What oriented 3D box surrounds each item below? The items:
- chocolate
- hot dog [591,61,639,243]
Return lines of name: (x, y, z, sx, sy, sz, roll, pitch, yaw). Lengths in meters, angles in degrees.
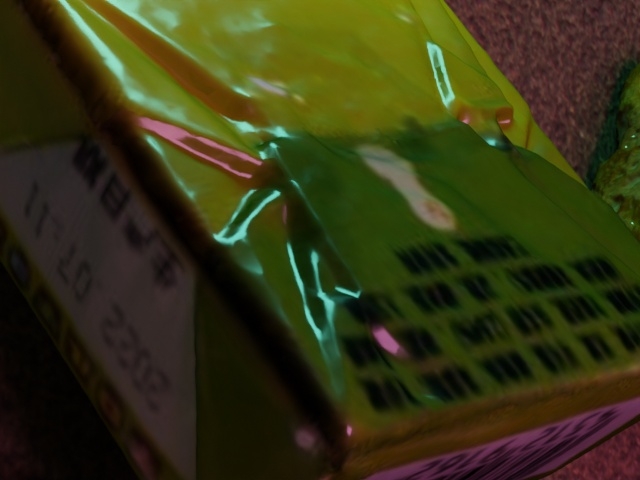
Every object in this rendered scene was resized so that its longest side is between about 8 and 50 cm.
chocolate: (0.000, 0.000, 0.936, 0.301, 0.137, 0.289, -6, 53, -49)
hot dog: (0.266, -0.016, 1.299, 0.150, 0.153, 0.257, 43, 54, -34)
